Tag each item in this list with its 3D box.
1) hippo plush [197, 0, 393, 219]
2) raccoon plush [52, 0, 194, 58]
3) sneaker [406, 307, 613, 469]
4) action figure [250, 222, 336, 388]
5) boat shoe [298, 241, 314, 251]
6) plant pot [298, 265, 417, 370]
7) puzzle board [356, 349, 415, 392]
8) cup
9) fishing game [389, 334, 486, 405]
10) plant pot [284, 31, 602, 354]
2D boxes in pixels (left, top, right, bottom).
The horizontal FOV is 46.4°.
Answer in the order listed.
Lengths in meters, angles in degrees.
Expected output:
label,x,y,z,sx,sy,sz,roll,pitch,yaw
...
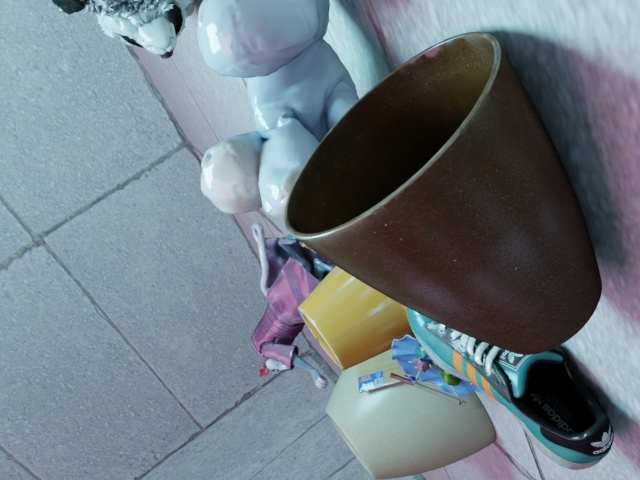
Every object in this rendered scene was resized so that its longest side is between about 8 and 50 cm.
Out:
label,x,y,z,sx,sy,sz,roll,pitch,yaw
hippo plush,-0.006,-0.180,0.776,0.294,0.234,0.236,-60,-35,-55
raccoon plush,-0.327,-0.532,1.253,0.299,0.216,0.446,-85,-9,-84
sneaker,0.224,0.139,0.896,0.302,0.108,0.121,41,164,26
action figure,-0.088,0.182,1.761,0.276,0.370,0.248,18,-155,-20
boat shoe,0.000,0.000,1.621,0.072,0.068,0.190,41,-178,0
plant pot,0.074,0.108,1.229,0.205,0.188,0.205,52,170,14
puzzle board,0.126,0.227,1.399,0.011,0.128,0.096,46,-149,-47
cup,0.151,0.339,1.506,0.331,0.237,0.331,53,170,14
fishing game,0.195,0.202,1.150,0.189,0.041,0.264,20,151,3
plant pot,0.125,-0.012,0.625,0.230,0.215,0.215,44,175,-22
